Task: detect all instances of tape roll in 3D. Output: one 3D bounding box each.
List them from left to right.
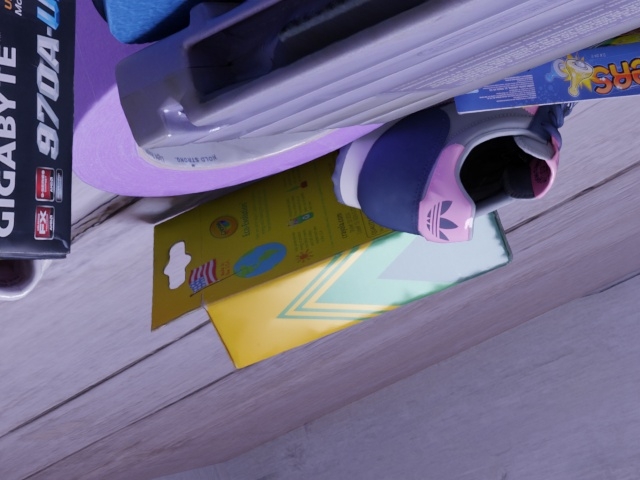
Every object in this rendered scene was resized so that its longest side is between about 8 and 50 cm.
[{"bbox_3d":[-0.044,-0.127,0.777,0.275,0.090,0.275,-19,166,-5],"label":"tape roll"}]

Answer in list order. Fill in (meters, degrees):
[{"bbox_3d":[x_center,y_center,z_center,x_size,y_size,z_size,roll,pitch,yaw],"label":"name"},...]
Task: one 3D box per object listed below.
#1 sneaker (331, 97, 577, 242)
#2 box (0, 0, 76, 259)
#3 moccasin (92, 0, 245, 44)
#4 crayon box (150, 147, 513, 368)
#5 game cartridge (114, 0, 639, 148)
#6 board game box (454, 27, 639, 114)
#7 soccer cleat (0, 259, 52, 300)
[{"bbox_3d":[0.162,-0.086,0.969,0.319,0.131,0.112,-34,139,-32],"label":"sneaker"},{"bbox_3d":[-0.186,-0.080,0.433,0.220,0.175,0.051,1,178,31],"label":"box"},{"bbox_3d":[-0.043,-0.208,0.448,0.138,0.116,0.342,-27,165,-27],"label":"moccasin"},{"bbox_3d":[0.000,0.000,1.106,0.319,0.081,0.202,-21,-151,6],"label":"crayon box"},{"bbox_3d":[0.102,-0.125,0.552,0.355,0.068,0.230,-18,-179,37],"label":"game cartridge"},{"bbox_3d":[0.206,-0.125,0.782,0.201,0.035,0.136,-1,-161,42],"label":"board game box"},{"bbox_3d":[-0.247,-0.006,0.829,0.116,0.143,0.331,-15,165,-22],"label":"soccer cleat"}]
